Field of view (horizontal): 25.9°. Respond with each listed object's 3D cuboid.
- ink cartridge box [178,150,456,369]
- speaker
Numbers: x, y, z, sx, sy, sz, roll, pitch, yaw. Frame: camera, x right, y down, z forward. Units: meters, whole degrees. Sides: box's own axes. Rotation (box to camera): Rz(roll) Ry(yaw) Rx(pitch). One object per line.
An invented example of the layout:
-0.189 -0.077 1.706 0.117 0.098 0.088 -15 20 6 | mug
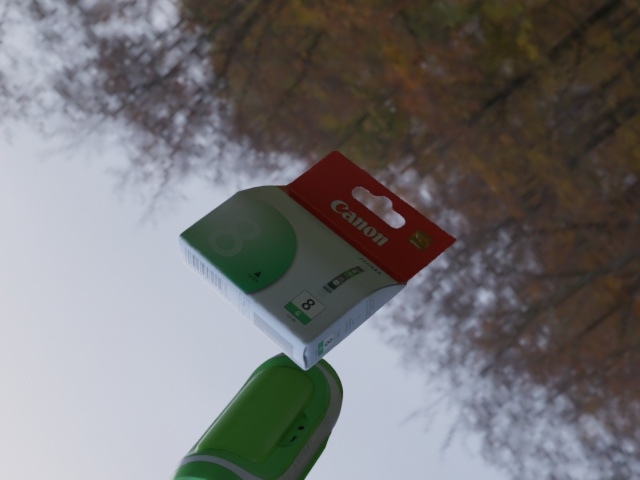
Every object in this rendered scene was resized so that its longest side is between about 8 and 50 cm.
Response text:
0.000 0.000 1.390 0.181 0.224 0.056 39 152 24 | ink cartridge box
-0.073 0.247 1.672 0.131 0.131 0.296 48 -147 -4 | speaker
